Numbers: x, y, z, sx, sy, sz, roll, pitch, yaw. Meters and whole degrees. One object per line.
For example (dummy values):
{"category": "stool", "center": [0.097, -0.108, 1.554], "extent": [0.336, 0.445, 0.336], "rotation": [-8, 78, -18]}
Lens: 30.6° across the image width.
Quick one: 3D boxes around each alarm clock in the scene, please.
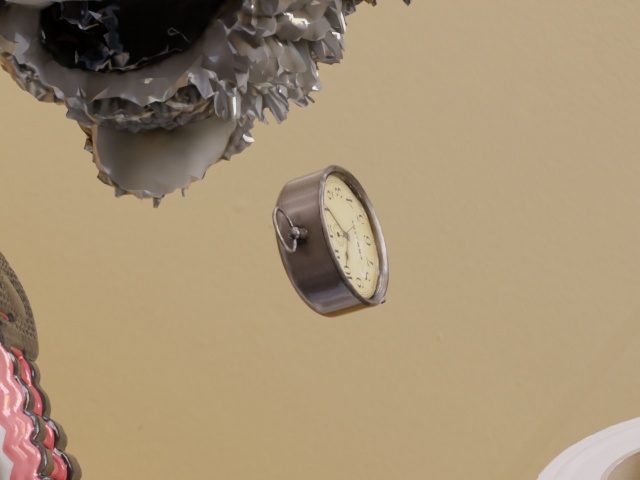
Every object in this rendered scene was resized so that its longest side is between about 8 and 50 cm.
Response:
{"category": "alarm clock", "center": [0.000, 0.000, 1.015], "extent": [0.064, 0.192, 0.129], "rotation": [-17, -103, 20]}

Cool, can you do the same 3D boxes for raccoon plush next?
{"category": "raccoon plush", "center": [0.066, -0.155, 0.474], "extent": [0.299, 0.446, 0.216], "rotation": [-44, -121, 45]}

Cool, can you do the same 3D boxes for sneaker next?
{"category": "sneaker", "center": [-0.251, 0.106, 0.761], "extent": [0.136, 0.116, 0.314], "rotation": [-22, -111, -3]}

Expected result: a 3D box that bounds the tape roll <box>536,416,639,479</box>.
{"category": "tape roll", "center": [0.345, 0.256, 1.086], "extent": [0.286, 0.286, 0.100], "rotation": [-15, -78, 11]}
